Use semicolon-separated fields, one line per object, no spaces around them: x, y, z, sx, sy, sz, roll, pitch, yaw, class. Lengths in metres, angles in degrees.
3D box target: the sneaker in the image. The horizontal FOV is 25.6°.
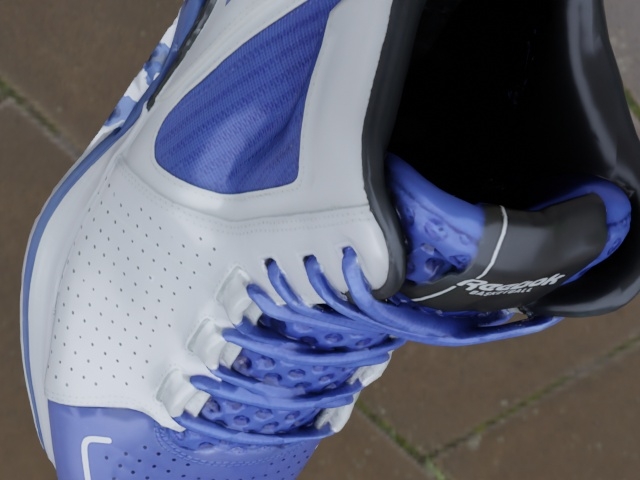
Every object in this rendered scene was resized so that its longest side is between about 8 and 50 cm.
0.001;-0.001;0.462;0.127;0.182;0.315;8;116;-30;sneaker
